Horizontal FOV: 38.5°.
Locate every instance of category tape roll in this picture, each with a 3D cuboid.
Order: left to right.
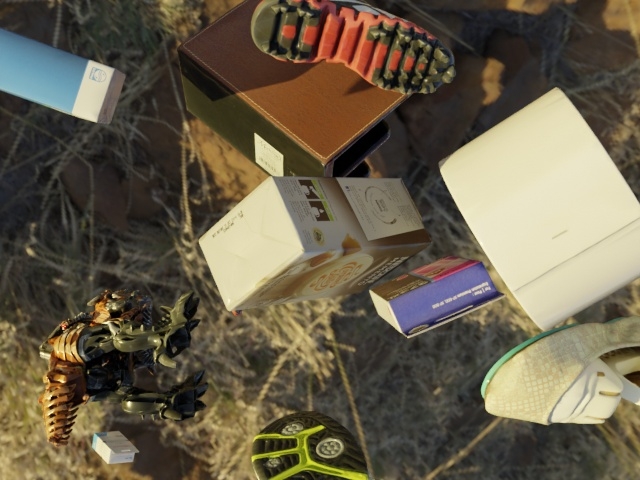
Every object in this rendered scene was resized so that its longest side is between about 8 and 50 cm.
[{"bbox_3d":[0.276,-0.036,1.098,0.169,0.246,0.246,-32,139,14],"label":"tape roll"}]

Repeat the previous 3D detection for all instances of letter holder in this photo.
[{"bbox_3d":[-0.032,-0.221,1.390,0.214,0.302,0.152,-43,160,-22],"label":"letter holder"}]

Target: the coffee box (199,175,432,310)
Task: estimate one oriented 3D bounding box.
[{"bbox_3d":[0.000,0.000,1.093,0.247,0.098,0.141,-4,154,-49],"label":"coffee box"}]

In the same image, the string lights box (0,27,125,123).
[{"bbox_3d":[-0.397,-0.229,1.197,0.260,0.133,0.076,19,94,-8],"label":"string lights box"}]

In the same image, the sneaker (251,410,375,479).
[{"bbox_3d":[0.027,0.362,1.167,0.145,0.385,0.147,-23,124,-19],"label":"sneaker"}]

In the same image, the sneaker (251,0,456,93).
[{"bbox_3d":[0.046,-0.274,1.205,0.276,0.135,0.097,13,125,-11],"label":"sneaker"}]

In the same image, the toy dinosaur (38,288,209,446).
[{"bbox_3d":[-0.266,0.162,1.173,0.219,0.321,0.164,2,135,8],"label":"toy dinosaur"}]

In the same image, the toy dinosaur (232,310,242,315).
[{"bbox_3d":[-0.177,0.108,1.847,0.047,0.090,0.082,21,81,-77],"label":"toy dinosaur"}]

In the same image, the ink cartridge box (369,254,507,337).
[{"bbox_3d":[0.195,0.093,1.619,0.176,0.371,0.069,-23,94,-3],"label":"ink cartridge box"}]

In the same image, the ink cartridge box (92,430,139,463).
[{"bbox_3d":[-0.349,0.356,1.559,0.048,0.083,0.028,4,102,-38],"label":"ink cartridge box"}]

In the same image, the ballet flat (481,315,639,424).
[{"bbox_3d":[0.157,0.074,0.516,0.168,0.052,0.057,-9,128,-45],"label":"ballet flat"}]
